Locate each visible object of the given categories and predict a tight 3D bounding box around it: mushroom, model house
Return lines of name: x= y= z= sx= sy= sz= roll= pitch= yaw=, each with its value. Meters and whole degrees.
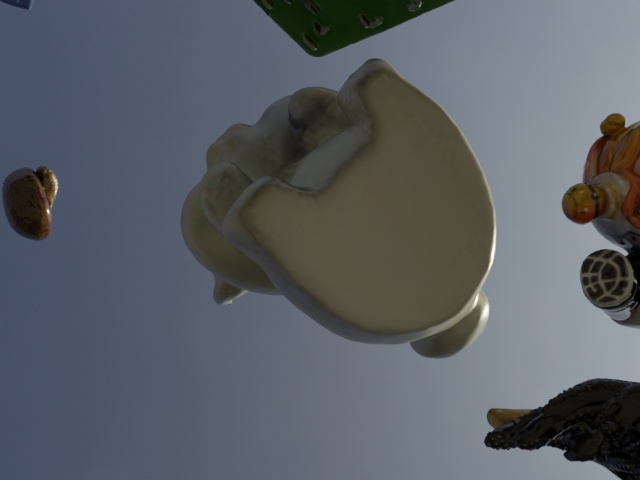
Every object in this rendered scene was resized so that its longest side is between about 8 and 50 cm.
mushroom: x=-0.459 y=-0.057 z=1.089 sx=0.087 sy=0.127 sz=0.127 roll=-13 pitch=-103 yaw=-24
model house: x=0.105 y=-0.482 z=1.122 sx=0.300 sy=0.340 sz=0.323 roll=-12 pitch=-123 yaw=38

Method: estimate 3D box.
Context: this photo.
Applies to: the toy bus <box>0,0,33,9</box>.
toy bus: x=-0.481 y=-0.461 z=1.110 sx=0.079 sy=0.236 sz=0.094 roll=5 pitch=-98 yaw=-27

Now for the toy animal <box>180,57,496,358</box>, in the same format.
toy animal: x=-0.004 y=-0.007 z=0.638 sx=0.196 sy=0.367 sz=0.241 roll=-45 pitch=-67 yaw=-18

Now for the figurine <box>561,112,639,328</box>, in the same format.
figurine: x=0.480 y=-0.040 z=0.968 sx=0.320 sy=0.196 sz=0.323 roll=12 pitch=-105 yaw=-8

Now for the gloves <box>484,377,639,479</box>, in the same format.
gloves: x=0.210 y=0.145 z=0.491 sx=0.181 sy=0.129 sz=0.106 roll=19 pitch=-124 yaw=40
